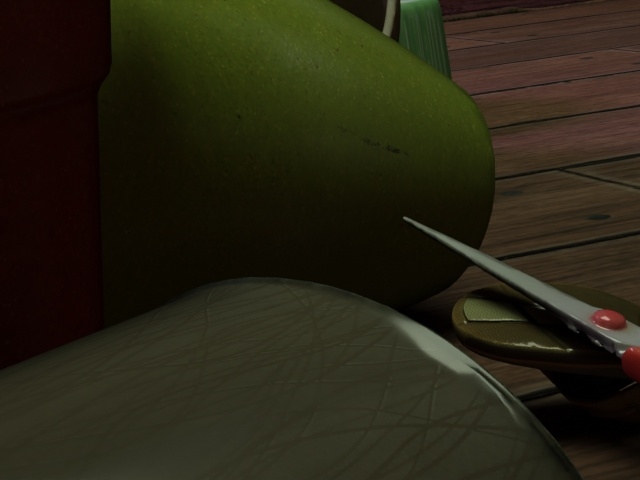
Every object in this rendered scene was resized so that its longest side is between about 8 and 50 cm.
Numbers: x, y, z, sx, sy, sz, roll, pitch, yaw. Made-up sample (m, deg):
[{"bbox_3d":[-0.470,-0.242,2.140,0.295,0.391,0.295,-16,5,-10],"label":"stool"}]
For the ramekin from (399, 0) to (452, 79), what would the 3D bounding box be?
[{"bbox_3d":[-0.002,-0.183,1.651,0.303,0.148,0.303,-5,12,1],"label":"ramekin"}]

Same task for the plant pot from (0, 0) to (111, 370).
[{"bbox_3d":[-0.185,0.022,0.515,0.272,0.265,0.272,-5,12,1],"label":"plant pot"}]

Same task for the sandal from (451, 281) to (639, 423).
[{"bbox_3d":[0.149,0.060,0.717,0.180,0.049,0.072,10,22,0],"label":"sandal"}]

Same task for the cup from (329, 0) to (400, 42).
[{"bbox_3d":[-0.072,-0.163,1.325,0.331,0.331,0.237,-2,-13,15],"label":"cup"}]

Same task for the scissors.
[{"bbox_3d":[0.131,0.046,0.653,0.297,0.021,0.109,24,28,31],"label":"scissors"}]

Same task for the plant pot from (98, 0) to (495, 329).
[{"bbox_3d":[-0.056,-0.040,0.853,0.293,0.275,0.275,5,4,-34],"label":"plant pot"}]

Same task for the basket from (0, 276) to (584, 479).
[{"bbox_3d":[-0.081,0.108,0.327,0.227,0.154,0.204,-16,13,-40],"label":"basket"}]
